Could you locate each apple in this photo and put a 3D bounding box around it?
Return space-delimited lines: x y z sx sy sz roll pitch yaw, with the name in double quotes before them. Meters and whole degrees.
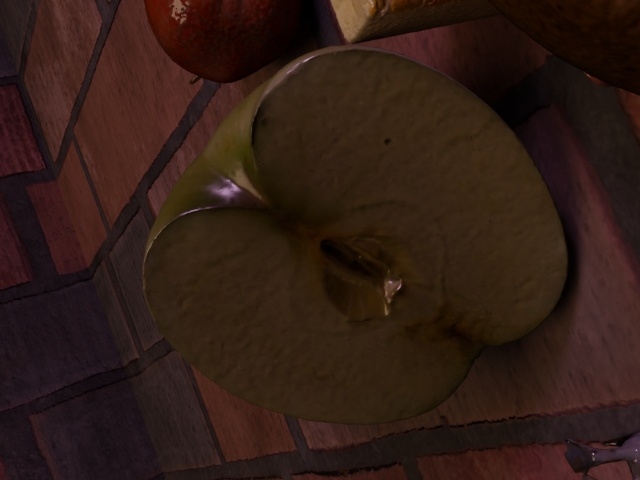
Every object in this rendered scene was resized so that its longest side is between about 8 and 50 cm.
"apple" 0.035 0.016 0.745 0.360 0.311 0.320 35 154 -21

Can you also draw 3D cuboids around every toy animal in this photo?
"toy animal" 0.284 0.171 0.646 0.197 0.160 0.272 -32 71 60

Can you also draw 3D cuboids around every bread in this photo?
"bread" 0.091 -0.257 0.676 0.068 0.189 0.125 -35 74 63

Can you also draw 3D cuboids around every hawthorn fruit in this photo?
"hawthorn fruit" -0.136 -0.301 1.002 0.210 0.211 0.262 65 156 13

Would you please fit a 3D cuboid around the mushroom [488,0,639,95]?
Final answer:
"mushroom" 0.206 -0.235 0.366 0.345 0.346 0.259 59 165 21

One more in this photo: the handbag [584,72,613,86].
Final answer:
"handbag" 0.192 -0.201 0.570 0.212 0.157 0.059 53 136 28
